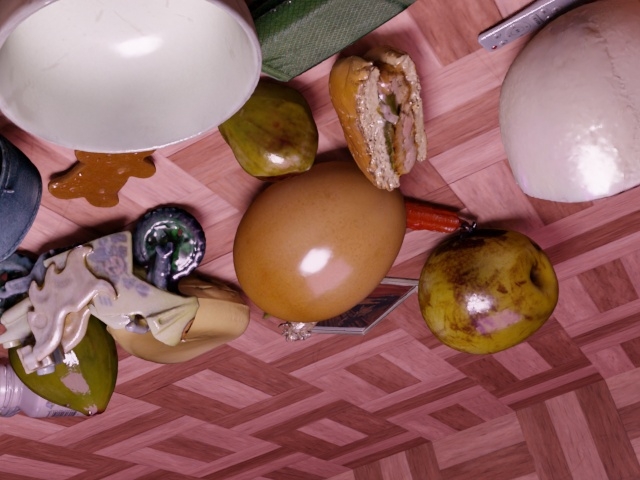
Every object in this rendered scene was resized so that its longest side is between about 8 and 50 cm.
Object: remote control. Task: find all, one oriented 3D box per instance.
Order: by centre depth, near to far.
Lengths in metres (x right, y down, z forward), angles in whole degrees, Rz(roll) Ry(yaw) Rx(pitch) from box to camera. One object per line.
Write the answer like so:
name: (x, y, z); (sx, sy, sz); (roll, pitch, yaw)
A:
remote control: (0.316, -0.331, 1.247); (0.184, 0.027, 0.050); (-26, 154, 28)

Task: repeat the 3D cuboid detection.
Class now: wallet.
wallet: (-0.007, -0.297, 1.134); (0.236, 0.055, 0.160); (-25, 153, 30)

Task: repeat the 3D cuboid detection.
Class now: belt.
belt: (-0.516, -0.052, 1.179); (0.268, 0.206, 0.116); (-9, 154, 15)

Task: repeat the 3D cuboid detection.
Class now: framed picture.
framed picture: (0.088, 0.157, 2.007); (0.217, 0.016, 0.273); (6, 145, -31)

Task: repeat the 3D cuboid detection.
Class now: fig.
fig: (-0.078, -0.164, 1.271); (0.166, 0.154, 0.144); (41, 141, -21)
fig: (-0.495, 0.245, 1.691); (0.203, 0.225, 0.203); (-24, 170, -5)

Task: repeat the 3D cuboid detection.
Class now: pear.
pear: (0.341, 0.100, 1.763); (0.284, 0.283, 0.283); (-11, 151, -6)

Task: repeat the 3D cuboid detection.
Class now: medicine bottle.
medicine bottle: (-0.590, 0.313, 1.854); (0.216, 0.135, 0.135); (5, 145, -31)

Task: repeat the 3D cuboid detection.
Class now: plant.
plant: (-0.063, 0.166, 1.921); (0.122, 0.104, 0.116); (20, 106, 0)

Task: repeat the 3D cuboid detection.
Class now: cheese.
cheese: (-0.292, 0.158, 1.709); (0.260, 0.128, 0.316); (-27, 154, 9)

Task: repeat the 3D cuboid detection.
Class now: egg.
egg: (0.383, -0.227, 1.232); (0.337, 0.337, 0.201); (-26, 118, 20)
egg: (0.000, 0.000, 1.452); (0.323, 0.250, 0.250); (-34, 146, 23)

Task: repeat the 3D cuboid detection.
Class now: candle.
candle: (0.186, -0.041, 1.662); (0.302, 0.059, 0.084); (8, 156, -32)

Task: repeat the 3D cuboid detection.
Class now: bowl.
bowl: (-0.233, -0.244, 1.010); (0.307, 0.163, 0.307); (-11, 151, -6)

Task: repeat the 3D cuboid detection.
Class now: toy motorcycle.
toy motorcycle: (-0.384, 0.094, 1.484); (0.411, 0.236, 0.169); (-15, 177, 3)

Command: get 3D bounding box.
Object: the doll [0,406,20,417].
doll: (-0.741, 0.362, 1.945); (0.180, 0.079, 0.094); (2, 176, -15)

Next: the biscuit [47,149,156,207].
biscuit: (-0.320, -0.121, 1.322); (0.138, 0.031, 0.205); (13, 141, -41)

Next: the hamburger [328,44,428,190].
hamburger: (0.076, -0.190, 1.280); (0.124, 0.131, 0.262); (-44, 150, -17)
